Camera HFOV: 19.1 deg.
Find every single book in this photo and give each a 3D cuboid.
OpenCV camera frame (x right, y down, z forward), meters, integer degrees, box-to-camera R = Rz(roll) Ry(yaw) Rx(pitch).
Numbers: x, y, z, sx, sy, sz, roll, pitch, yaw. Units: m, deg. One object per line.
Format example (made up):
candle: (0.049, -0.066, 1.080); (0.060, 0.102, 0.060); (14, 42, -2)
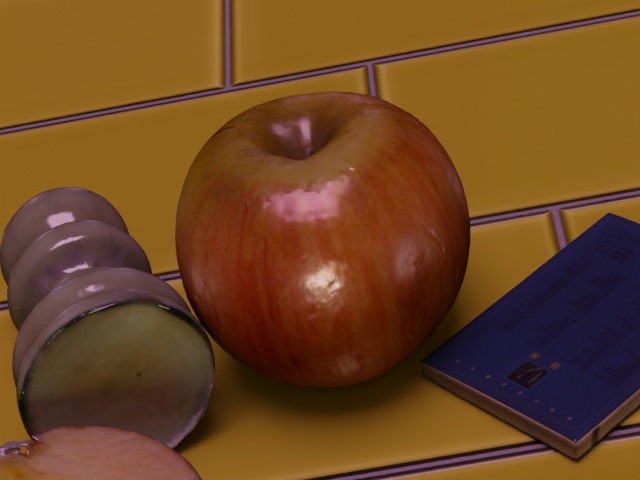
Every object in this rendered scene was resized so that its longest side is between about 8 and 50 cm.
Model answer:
book: (0.250, 0.079, 1.735); (0.269, 0.025, 0.191); (-36, 41, -27)

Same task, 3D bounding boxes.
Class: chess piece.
chess piece: (-0.224, 0.057, 1.803); (0.182, 0.182, 0.330); (-20, 32, -8)

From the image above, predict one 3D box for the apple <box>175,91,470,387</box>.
apple: (0.000, 0.000, 1.744); (0.286, 0.233, 0.286); (-10, 33, 7)

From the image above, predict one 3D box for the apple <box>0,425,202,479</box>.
apple: (-0.233, 0.281, 1.509); (0.293, 0.163, 0.251); (-4, 26, -9)
